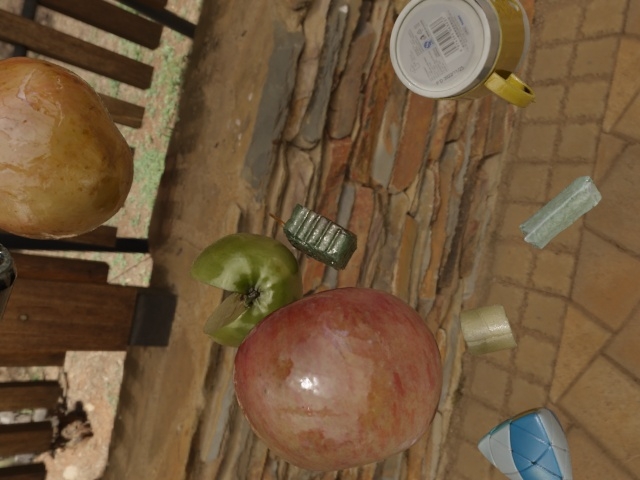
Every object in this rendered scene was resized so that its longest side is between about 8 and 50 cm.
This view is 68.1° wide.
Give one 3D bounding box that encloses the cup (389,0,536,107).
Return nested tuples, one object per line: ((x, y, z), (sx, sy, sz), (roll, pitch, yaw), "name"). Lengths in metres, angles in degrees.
((0.237, -0.290, 0.740), (0.241, 0.226, 0.185), (43, 126, 11), "cup")

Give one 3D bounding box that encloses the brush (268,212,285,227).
((-0.117, -0.051, 1.540), (0.017, 0.090, 0.314), (-57, 25, 2), "brush")

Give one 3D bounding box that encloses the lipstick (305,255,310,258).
((-0.027, 0.026, 1.631), (0.019, 0.019, 0.094), (-36, 19, 42), "lipstick")

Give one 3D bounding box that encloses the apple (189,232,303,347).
((-0.181, 0.122, 1.162), (0.254, 0.292, 0.292), (-176, 96, -73), "apple")

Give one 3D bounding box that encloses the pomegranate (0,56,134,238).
((-0.538, -0.158, 0.890), (0.338, 0.338, 0.338), (-17, 68, 49), "pomegranate")

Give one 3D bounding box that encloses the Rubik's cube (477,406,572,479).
((0.528, 0.519, 1.250), (0.254, 0.254, 0.254), (-17, 68, 49), "Rubik's cube")

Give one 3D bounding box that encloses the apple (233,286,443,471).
((0.034, 0.238, 0.794), (0.345, 0.345, 0.269), (-45, 53, 36), "apple")

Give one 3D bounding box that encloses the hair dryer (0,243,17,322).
((-0.456, 0.012, 0.484), (0.352, 0.107, 0.189), (37, 107, 20), "hair dryer")

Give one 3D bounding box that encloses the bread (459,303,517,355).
((0.512, 0.272, 1.453), (0.141, 0.148, 0.134), (-16, 47, 18), "bread")

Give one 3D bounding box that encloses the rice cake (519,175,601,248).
((0.562, -0.061, 1.116), (0.206, 0.069, 0.063), (-43, 19, 8), "rice cake")

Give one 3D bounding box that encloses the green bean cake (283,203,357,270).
((0.000, 0.000, 1.225), (0.173, 0.181, 0.094), (29, 82, 11), "green bean cake")
